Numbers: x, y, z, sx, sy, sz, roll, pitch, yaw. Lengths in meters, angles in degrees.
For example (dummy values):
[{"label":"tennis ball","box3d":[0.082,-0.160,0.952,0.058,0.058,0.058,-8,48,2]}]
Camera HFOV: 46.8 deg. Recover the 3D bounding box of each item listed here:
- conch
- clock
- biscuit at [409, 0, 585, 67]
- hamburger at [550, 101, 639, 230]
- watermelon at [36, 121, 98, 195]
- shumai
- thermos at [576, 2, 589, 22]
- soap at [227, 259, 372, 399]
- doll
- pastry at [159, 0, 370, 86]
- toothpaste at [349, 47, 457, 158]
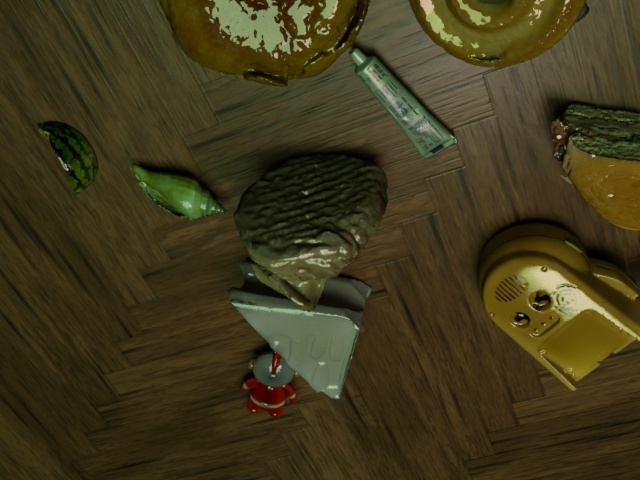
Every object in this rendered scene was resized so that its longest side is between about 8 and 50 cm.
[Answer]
[{"label":"conch","box3d":[-0.286,-0.090,1.487,0.200,0.080,0.095,21,138,11]},{"label":"clock","box3d":[0.469,0.113,1.500,0.317,0.200,0.244,36,122,-8]},{"label":"biscuit","box3d":[0.271,-0.410,1.162,0.296,0.102,0.296,17,135,18]},{"label":"hamburger","box3d":[0.561,-0.128,1.350,0.282,0.155,0.245,-1,131,11]},{"label":"watermelon","box3d":[-0.498,-0.157,1.461,0.086,0.069,0.163,-15,119,13]},{"label":"shumai","box3d":[0.000,0.000,1.437,0.314,0.267,0.262,-33,144,-18]},{"label":"thermos","box3d":[0.366,-0.442,1.203,0.073,0.083,0.188,-43,118,-19]},{"label":"soap","box3d":[-0.060,0.199,1.617,0.302,0.159,0.258,12,126,-2]},{"label":"doll","box3d":[-0.118,0.332,1.756,0.142,0.076,0.245,10,128,-3]},{"label":"pastry","box3d":[-0.095,-0.415,1.201,0.355,0.164,0.356,4,125,5]},{"label":"toothpaste","box3d":[0.145,-0.253,1.358,0.069,0.047,0.268,-43,115,7]}]
